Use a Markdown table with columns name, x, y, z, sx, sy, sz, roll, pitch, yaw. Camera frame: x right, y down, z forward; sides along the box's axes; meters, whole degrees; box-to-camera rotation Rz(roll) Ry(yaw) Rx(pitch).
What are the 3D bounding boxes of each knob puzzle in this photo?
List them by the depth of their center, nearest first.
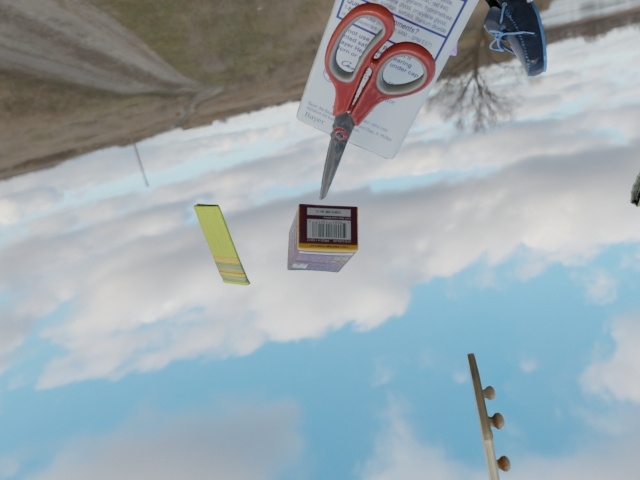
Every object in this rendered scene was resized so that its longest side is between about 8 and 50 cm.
| name | x | y | z | sx | sy | sz | roll | pitch | yaw |
| --- | --- | --- | --- | --- | --- | --- | --- | --- | --- |
| knob puzzle | 0.208 | 0.230 | 0.716 | 0.030 | 0.213 | 0.213 | -10 | -166 | 11 |

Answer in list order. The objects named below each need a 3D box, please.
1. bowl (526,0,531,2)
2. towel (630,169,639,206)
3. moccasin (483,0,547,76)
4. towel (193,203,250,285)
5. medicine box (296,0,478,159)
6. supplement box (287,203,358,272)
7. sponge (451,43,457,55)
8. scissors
| name | x | y | z | sx | sy | sz | roll | pitch | yaw |
| --- | --- | --- | --- | --- | --- | --- | --- | --- | --- |
| bowl | 0.464 | -0.626 | 1.150 | 0.134 | 0.297 | 0.298 | -1 | -163 | 18 |
| towel | 0.700 | -0.208 | 1.002 | 0.325 | 0.312 | 0.056 | -18 | -125 | -4 |
| moccasin | 0.450 | -0.530 | 1.442 | 0.117 | 0.341 | 0.137 | -14 | 152 | 7 |
| towel | -0.255 | 0.012 | 1.556 | 0.102 | 0.237 | 0.021 | 3 | -149 | 40 |
| medicine box | 0.106 | -0.307 | 0.789 | 0.149 | 0.289 | 0.263 | 24 | -134 | -3 |
| supplement box | 0.000 | 0.000 | 1.076 | 0.104 | 0.080 | 0.188 | 3 | 166 | -8 |
| sponge | 0.186 | -0.426 | 1.020 | 0.117 | 0.210 | 0.031 | 7 | -143 | 11 |
| scissors | 0.021 | -0.142 | 0.679 | 0.297 | 0.109 | 0.021 | -45 | -160 | 56 |
